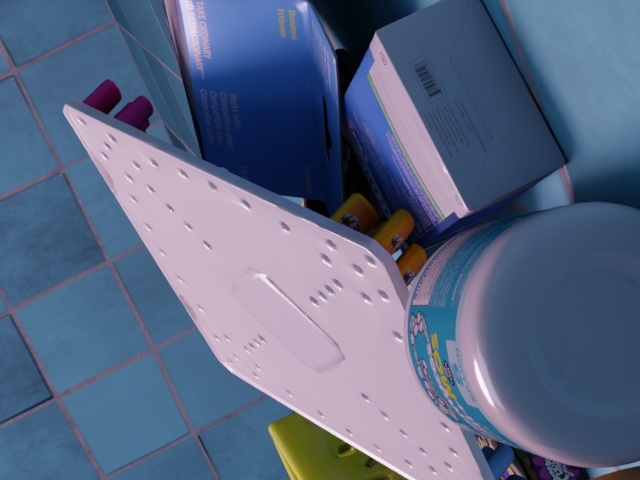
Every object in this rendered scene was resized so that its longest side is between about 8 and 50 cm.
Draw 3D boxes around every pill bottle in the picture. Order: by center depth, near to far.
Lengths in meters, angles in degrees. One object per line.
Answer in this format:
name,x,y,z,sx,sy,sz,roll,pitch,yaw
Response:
pill bottle,0.134,0.056,0.937,0.146,0.146,0.264,63,172,-1

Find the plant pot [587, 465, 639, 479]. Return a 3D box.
plant pot,0.199,0.256,0.818,0.291,0.291,0.203,72,-175,-46

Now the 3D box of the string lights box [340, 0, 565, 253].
string lights box,0.082,-0.074,1.094,0.133,0.077,0.259,63,172,4

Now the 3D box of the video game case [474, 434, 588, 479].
video game case,0.172,0.165,1.408,0.210,0.042,0.232,64,172,-13

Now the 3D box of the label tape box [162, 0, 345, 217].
label tape box,-0.070,-0.173,1.297,0.240,0.106,0.333,85,171,-50

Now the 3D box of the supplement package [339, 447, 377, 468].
supplement package,0.060,0.201,1.850,0.204,0.145,0.262,47,161,61

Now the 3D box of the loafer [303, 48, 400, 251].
loafer,0.017,-0.060,1.467,0.109,0.095,0.302,59,171,31

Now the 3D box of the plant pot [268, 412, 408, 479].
plant pot,0.100,0.287,1.658,0.227,0.207,0.228,48,162,60

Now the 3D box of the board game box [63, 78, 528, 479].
board game box,-0.015,0.055,1.322,0.390,0.050,0.390,26,154,40

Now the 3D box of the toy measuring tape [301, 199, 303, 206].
toy measuring tape,0.000,0.000,1.673,0.121,0.121,0.330,59,171,27
